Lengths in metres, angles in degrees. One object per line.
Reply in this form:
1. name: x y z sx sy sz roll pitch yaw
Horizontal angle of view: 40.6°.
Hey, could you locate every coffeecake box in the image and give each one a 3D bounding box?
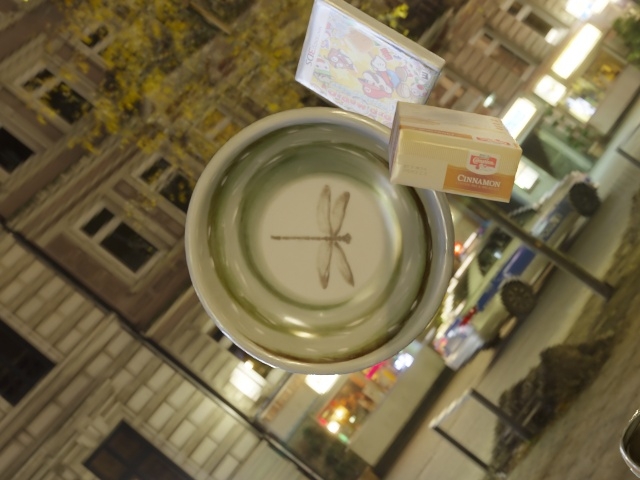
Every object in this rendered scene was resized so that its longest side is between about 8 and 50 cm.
1. coffeecake box: 0.160 -0.114 1.071 0.185 0.142 0.068 -78 -2 -71

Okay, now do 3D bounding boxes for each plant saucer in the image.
1. plant saucer: 0.000 0.000 1.305 0.400 0.400 0.100 -55 0 12

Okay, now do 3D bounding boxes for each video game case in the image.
1. video game case: 0.073 -0.276 1.408 0.026 0.227 0.206 -55 -7 -30

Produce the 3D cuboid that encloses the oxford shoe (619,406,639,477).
1. oxford shoe: 0.663 0.239 1.437 0.130 0.169 0.449 9 -59 -53
